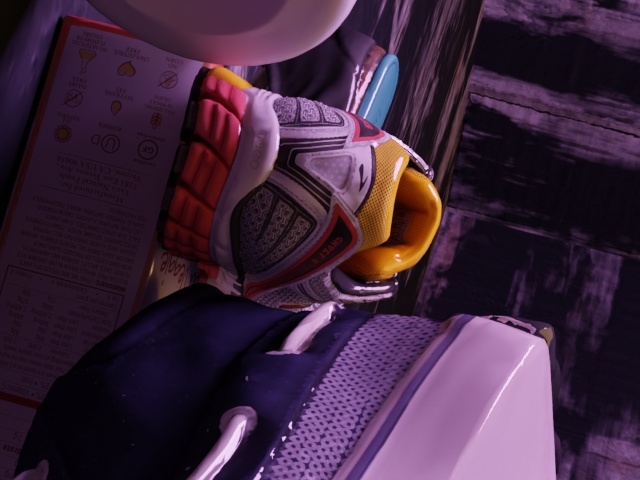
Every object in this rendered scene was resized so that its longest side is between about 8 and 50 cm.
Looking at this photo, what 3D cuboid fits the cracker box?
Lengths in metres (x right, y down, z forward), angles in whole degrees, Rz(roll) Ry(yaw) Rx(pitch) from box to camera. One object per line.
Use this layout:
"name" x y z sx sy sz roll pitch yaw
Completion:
"cracker box" -0.091 0.042 0.742 0.156 0.067 0.232 57 49 -80

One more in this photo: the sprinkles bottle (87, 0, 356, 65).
"sprinkles bottle" 0.011 -0.227 0.700 0.121 0.121 0.355 96 14 -52

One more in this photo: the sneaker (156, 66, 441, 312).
"sneaker" 0.000 0.000 0.718 0.225 0.092 0.088 52 52 -80

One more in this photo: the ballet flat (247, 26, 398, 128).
"ballet flat" -0.038 0.005 0.959 0.095 0.096 0.280 90 17 -61

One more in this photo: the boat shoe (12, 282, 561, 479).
"boat shoe" -0.052 0.133 0.560 0.340 0.158 0.127 -46 137 -49
